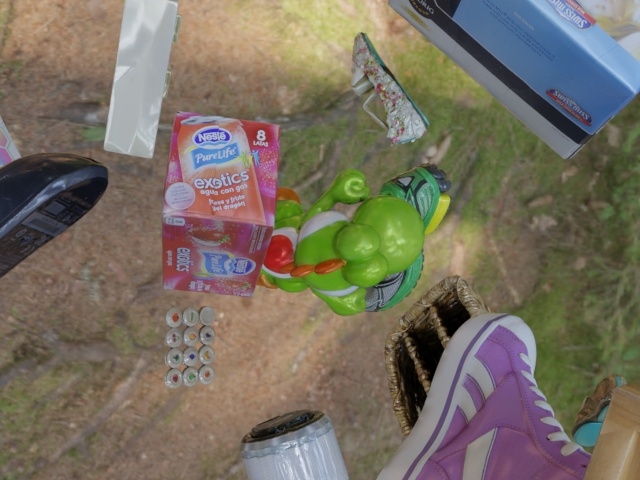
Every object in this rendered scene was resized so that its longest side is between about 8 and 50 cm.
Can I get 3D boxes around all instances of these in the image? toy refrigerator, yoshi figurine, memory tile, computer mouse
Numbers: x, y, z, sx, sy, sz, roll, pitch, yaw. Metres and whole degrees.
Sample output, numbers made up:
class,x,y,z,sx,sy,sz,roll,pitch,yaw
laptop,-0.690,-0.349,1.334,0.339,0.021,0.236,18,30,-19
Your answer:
class,x,y,z,sx,sy,sz,roll,pitch,yaw
toy refrigerator,-0.300,-0.286,1.408,0.094,0.102,0.269,9,112,-12
yoshi figurine,0.025,0.003,1.220,0.203,0.362,0.203,37,77,-25
memory tile,-0.238,0.194,1.518,0.113,0.012,0.148,3,84,-46
computer mouse,-0.346,-0.013,0.850,0.272,0.072,0.188,-38,171,-8

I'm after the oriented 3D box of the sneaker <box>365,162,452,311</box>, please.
class,x,y,z,sx,sy,sz,roll,pitch,yaw
sneaker,0.119,0.003,1.577,0.146,0.134,0.343,-15,137,-35

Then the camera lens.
class,x,y,z,sx,sy,sz,roll,pitch,yaw
camera lens,-0.049,0.536,1.872,0.219,0.219,0.274,-15,86,-47

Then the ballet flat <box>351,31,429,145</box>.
class,x,y,z,sx,sy,sz,roll,pitch,yaw
ballet flat,0.097,-0.256,1.394,0.077,0.241,0.091,-33,148,9

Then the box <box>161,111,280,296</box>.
class,x,y,z,sx,sy,sz,roll,pitch,yaw
box,-0.123,-0.032,0.991,0.123,0.257,0.128,6,68,-8

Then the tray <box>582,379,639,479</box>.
class,x,y,z,sx,sy,sz,roll,pitch,yaw
tray,0.266,0.218,0.254,0.076,0.411,0.202,5,104,-54

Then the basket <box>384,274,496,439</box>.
class,x,y,z,sx,sy,sz,roll,pitch,yaw
basket,0.207,0.241,1.280,0.223,0.213,0.299,41,25,-57

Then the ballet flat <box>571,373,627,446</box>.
class,x,y,z,sx,sy,sz,roll,pitch,yaw
ballet flat,0.476,0.285,1.397,0.206,0.073,0.067,100,-1,-57

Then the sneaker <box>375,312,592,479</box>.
class,x,y,z,sx,sy,sz,roll,pitch,yaw
sneaker,0.153,0.152,0.595,0.282,0.161,0.102,-51,131,-49

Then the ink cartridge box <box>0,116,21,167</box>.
class,x,y,z,sx,sy,sz,roll,pitch,yaw
ink cartridge box,-0.569,-0.157,1.370,0.209,0.062,0.109,63,21,3

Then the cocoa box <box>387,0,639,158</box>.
class,x,y,z,sx,sy,sz,roll,pitch,yaw
cocoa box,0.303,-0.328,1.093,0.231,0.347,0.228,-45,174,-15
